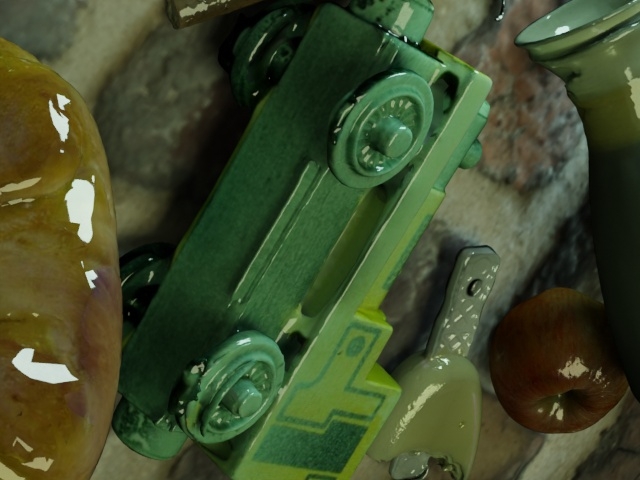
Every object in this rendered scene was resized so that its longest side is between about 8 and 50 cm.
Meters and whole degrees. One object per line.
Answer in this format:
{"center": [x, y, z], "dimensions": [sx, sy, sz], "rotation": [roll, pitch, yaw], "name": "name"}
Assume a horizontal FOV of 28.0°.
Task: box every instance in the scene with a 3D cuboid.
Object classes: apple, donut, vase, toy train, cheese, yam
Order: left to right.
{"center": [-0.233, 0.035, 0.606], "dimensions": [0.317, 0.299, 0.150], "rotation": [-49, 179, -30], "name": "donut"}
{"center": [-0.032, -0.173, 0.840], "dimensions": [0.145, 0.032, 0.032], "rotation": [-23, 127, -19], "name": "yam"}
{"center": [0.000, 0.000, 0.899], "dimensions": [0.237, 0.150, 0.369], "rotation": [20, 105, -48], "name": "toy train"}
{"center": [0.105, 0.110, 1.089], "dimensions": [0.127, 0.050, 0.235], "rotation": [2, 117, -33], "name": "cheese"}
{"center": [0.205, 0.103, 1.110], "dimensions": [0.126, 0.102, 0.126], "rotation": [0, 135, 0], "name": "apple"}
{"center": [0.265, -0.035, 0.981], "dimensions": [0.173, 0.173, 0.321], "rotation": [-32, 108, -14], "name": "vase"}

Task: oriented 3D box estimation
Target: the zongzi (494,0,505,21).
{"center": [0.122, -0.209, 0.817], "dimensions": [0.084, 0.184, 0.187], "rotation": [-44, 131, -1], "name": "zongzi"}
